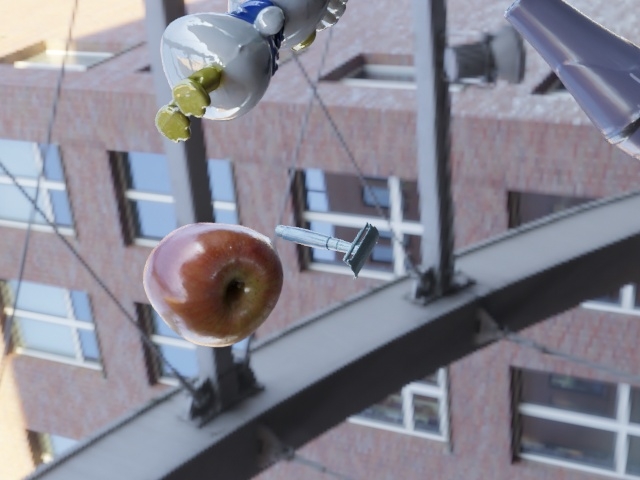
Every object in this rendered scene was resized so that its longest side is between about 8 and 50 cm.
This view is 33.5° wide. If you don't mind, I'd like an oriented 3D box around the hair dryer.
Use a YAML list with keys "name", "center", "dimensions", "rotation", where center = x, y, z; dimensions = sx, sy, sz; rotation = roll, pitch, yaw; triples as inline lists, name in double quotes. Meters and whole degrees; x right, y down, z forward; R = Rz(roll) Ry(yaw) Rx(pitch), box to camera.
- name: "hair dryer"
  center: [0.429, -0.286, 1.395]
  dimensions: [0.361, 0.301, 0.121]
  rotation: [-50, 3, -30]

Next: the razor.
- name: "razor"
  center: [0.000, 0.000, 1.327]
  dimensions: [0.068, 0.135, 0.040]
  rotation: [-58, -36, -28]

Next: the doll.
- name: "doll"
  center: [-0.061, -0.197, 0.987]
  dimensions: [0.119, 0.138, 0.293]
  rotation: [41, -134, -13]

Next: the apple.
- name: "apple"
  center: [-0.149, 0.056, 1.444]
  dimensions: [0.199, 0.199, 0.199]
  rotation: [-26, -60, -60]
